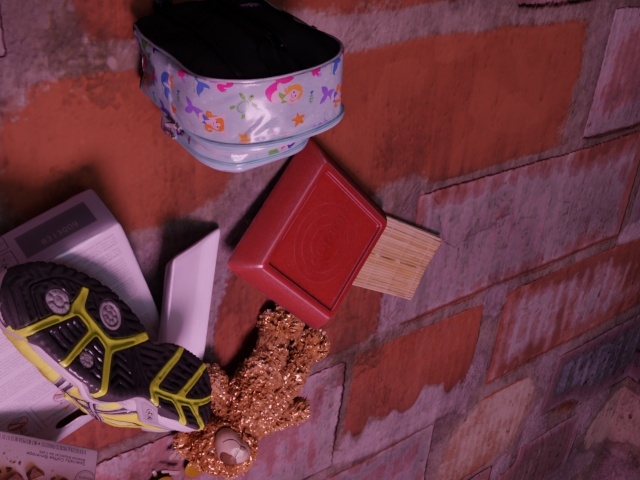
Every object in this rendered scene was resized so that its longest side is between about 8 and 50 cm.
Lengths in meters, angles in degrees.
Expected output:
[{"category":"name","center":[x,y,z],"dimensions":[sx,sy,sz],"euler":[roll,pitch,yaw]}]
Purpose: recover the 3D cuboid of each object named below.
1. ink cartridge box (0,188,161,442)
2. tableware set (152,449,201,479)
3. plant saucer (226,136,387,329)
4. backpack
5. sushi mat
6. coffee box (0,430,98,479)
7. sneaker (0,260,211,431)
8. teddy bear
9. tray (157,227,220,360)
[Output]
[{"category":"ink cartridge box","center":[-0.388,0.143,0.996],"dimensions":[0.308,0.091,0.385],"euler":[-34,149,-21]},{"category":"tableware set","center":[-0.259,0.422,1.294],"dimensions":[0.104,0.024,0.154],"euler":[24,97,-49]},{"category":"plant saucer","center":[0.000,0.000,1.197],"dimensions":[0.259,0.048,0.258],"euler":[41,76,-42]},{"category":"backpack","center":[-0.095,-0.200,0.888],"dimensions":[0.225,0.253,0.191],"euler":[-23,128,-30]},{"category":"sushi mat","center":[0.114,0.025,1.370],"dimensions":[0.317,0.019,0.151],"euler":[18,104,-44]},{"category":"coffee box","center":[-0.457,0.341,0.909],"dimensions":[0.297,0.168,0.119],"euler":[26,132,-33]},{"category":"sneaker","center":[-0.294,0.167,0.910],"dimensions":[0.147,0.145,0.384],"euler":[-16,139,18]},{"category":"teddy bear","center":[-0.109,0.276,1.254],"dimensions":[0.338,0.113,0.245],"euler":[-41,132,-21]},{"category":"tray","center":[-0.217,0.120,1.105],"dimensions":[0.145,0.030,0.270],"euler":[-47,151,-63]}]
